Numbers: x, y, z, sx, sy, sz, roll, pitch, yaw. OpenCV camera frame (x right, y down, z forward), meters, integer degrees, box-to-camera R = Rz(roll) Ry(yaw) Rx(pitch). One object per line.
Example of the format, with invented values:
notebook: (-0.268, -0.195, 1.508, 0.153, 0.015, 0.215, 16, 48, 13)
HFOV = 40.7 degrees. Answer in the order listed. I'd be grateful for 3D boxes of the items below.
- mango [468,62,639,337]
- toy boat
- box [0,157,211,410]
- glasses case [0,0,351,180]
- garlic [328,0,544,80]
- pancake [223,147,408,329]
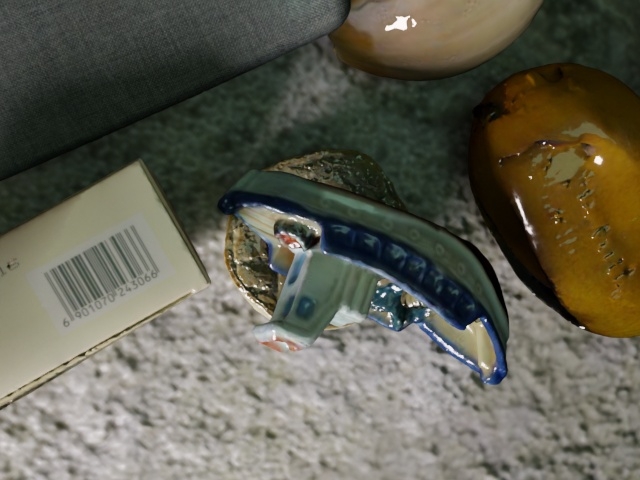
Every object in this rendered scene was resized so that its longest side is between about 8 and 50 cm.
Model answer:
mango: (0.217, -0.031, 0.684, 0.249, 0.156, 0.151, 52, 48, -15)
toy boat: (0.037, 0.042, 0.634, 0.262, 0.114, 0.115, 21, 75, -22)
box: (-0.190, 0.036, 0.587, 0.212, 0.168, 0.095, -30, 99, -7)
glasses case: (-0.142, -0.144, 0.580, 0.323, 0.074, 0.131, -22, 111, 9)
garlic: (0.105, -0.228, 0.653, 0.164, 0.145, 0.245, 33, 86, 16)
pancake: (0.000, 0.000, 0.699, 0.158, 0.028, 0.158, -1, 94, -13)
